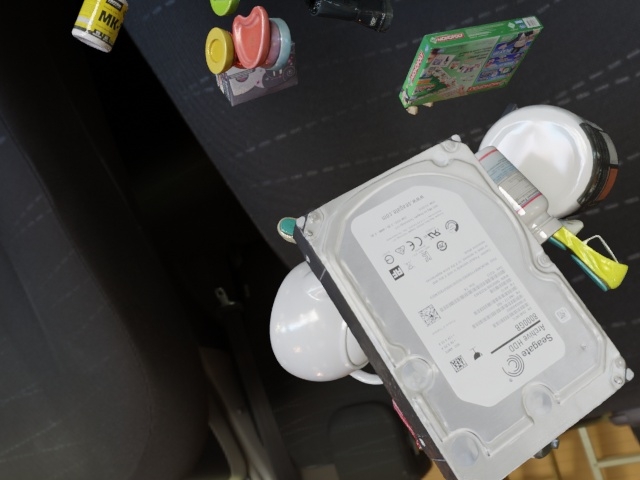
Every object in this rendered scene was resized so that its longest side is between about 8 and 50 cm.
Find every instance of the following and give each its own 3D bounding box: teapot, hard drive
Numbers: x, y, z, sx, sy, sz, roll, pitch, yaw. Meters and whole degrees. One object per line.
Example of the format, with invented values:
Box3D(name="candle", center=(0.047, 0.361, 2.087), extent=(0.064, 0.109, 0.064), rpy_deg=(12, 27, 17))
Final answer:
Box3D(name="teapot", center=(0.040, 0.161, 1.063), extent=(0.187, 0.253, 0.256), rpy_deg=(8, -178, 30))
Box3D(name="hard drive", center=(0.152, 0.069, 0.629), extent=(0.236, 0.339, 0.064), rpy_deg=(-28, 168, -15))

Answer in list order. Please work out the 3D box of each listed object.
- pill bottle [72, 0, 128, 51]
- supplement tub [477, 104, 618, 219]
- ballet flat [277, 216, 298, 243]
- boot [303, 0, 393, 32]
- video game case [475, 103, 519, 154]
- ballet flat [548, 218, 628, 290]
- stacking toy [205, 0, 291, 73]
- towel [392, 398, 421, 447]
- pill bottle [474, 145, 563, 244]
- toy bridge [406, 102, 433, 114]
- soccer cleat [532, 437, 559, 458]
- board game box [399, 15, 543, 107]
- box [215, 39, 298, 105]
Box3D(name="pill bottle", center=(-0.657, -0.693, 1.696), extent=(0.119, 0.209, 0.119), rpy_deg=(22, -178, -1))
Box3D(name="supplement tub", center=(0.451, -0.143, 1.084), extent=(0.207, 0.207, 0.338), rpy_deg=(-26, 170, 33))
Box3D(name="ballet flat", center=(0.000, 0.000, 1.550), extent=(0.248, 0.086, 0.086), rpy_deg=(20, 158, 6))
Box3D(name="boot", center=(0.062, -0.623, 1.397), extent=(0.207, 0.247, 0.094), rpy_deg=(9, 140, -19))
Box3D(name="video game case", center=(0.597, -0.241, 1.751), extent=(0.275, 0.248, 0.035), rpy_deg=(39, 173, -34))
Box3D(name="ballet flat", center=(0.539, 0.005, 1.175), extent=(0.077, 0.231, 0.077), rpy_deg=(-48, 162, 10))
Box3D(name="stacking toy", center=(-0.179, -0.582, 1.479), extent=(0.130, 0.280, 0.309), rpy_deg=(-9, -161, -37))
Box3D(name="towel", center=(0.209, 0.376, 1.450), extent=(0.031, 0.275, 0.199), rpy_deg=(-16, -158, -10))
Box3D(name="pill bottle", center=(0.280, -0.059, 0.838), extent=(0.087, 0.160, 0.087), rpy_deg=(-36, 164, -12))
Box3D(name="toy bridge", center=(0.375, -0.499, 2.009), extent=(0.188, 0.063, 0.026), rpy_deg=(-29, 132, -28))
Box3D(name="soccer cleat", center=(0.474, 0.343, 1.307), extent=(0.116, 0.331, 0.143), rpy_deg=(-8, -168, -34))
Box3D(name="board game box", center=(0.374, -0.448, 1.416), extent=(0.317, 0.046, 0.213), rpy_deg=(-16, 158, -17))
Box3D(name="box", center=(-0.214, -0.579, 1.847), extent=(0.247, 0.142, 0.163), rpy_deg=(-24, 144, -16))
